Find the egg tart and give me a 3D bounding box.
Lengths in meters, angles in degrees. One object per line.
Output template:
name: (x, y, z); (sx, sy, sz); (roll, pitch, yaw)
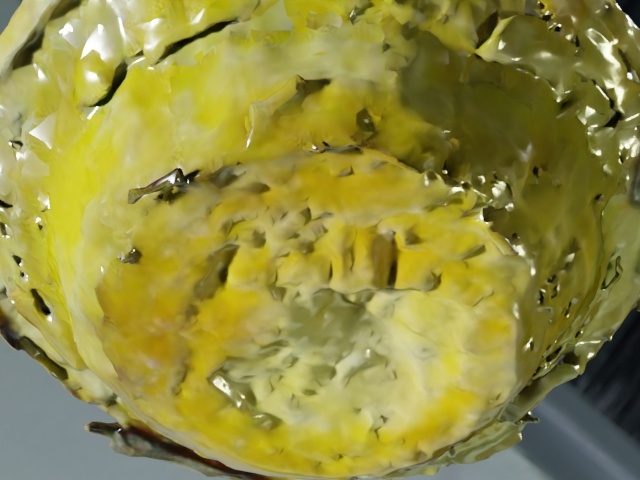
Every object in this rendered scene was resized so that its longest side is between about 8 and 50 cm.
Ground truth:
egg tart: (0.000, 0.000, 0.699); (0.295, 0.295, 0.116); (14, 34, -13)
